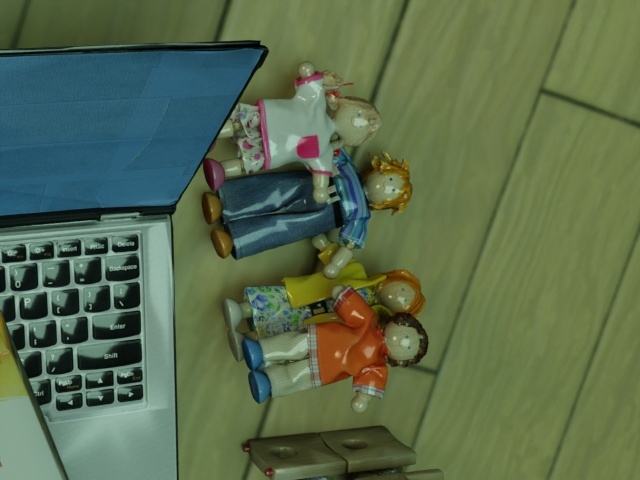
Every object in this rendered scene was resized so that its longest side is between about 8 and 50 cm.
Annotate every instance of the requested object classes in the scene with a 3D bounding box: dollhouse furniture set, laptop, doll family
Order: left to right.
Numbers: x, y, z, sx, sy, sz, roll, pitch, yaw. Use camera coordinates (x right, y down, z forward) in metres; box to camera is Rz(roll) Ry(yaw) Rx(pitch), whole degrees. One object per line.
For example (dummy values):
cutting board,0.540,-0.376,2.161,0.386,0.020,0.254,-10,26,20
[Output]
laptop,-0.248,0.070,0.904,0.382,0.236,0.408,-5,105,-21
doll family,0.000,0.000,1.077,0.163,0.118,0.263,-12,90,-14
dollhouse furniture set,0.026,0.240,1.093,0.129,0.183,0.129,-3,105,-22

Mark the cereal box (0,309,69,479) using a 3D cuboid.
cereal box,-0.263,0.158,0.935,0.173,0.047,0.240,-18,137,-9
